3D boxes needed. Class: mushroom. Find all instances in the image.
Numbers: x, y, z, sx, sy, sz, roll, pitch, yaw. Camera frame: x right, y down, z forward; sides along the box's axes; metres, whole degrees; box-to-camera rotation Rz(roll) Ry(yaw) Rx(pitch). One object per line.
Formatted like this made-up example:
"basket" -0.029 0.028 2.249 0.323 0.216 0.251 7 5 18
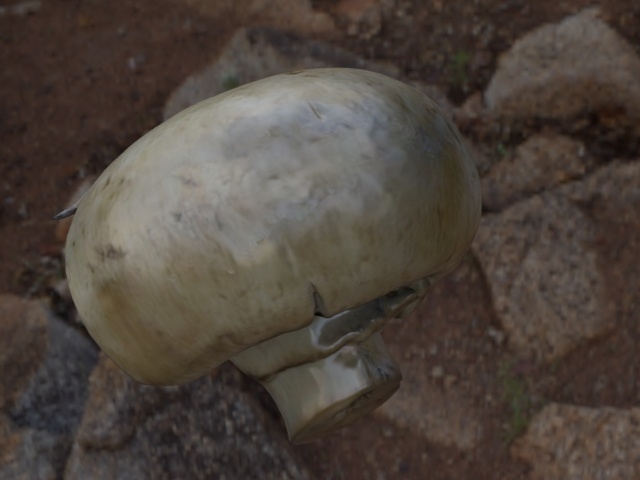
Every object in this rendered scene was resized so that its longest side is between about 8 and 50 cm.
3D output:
"mushroom" 0.000 0.000 0.797 0.253 0.189 0.195 -15 74 -47
